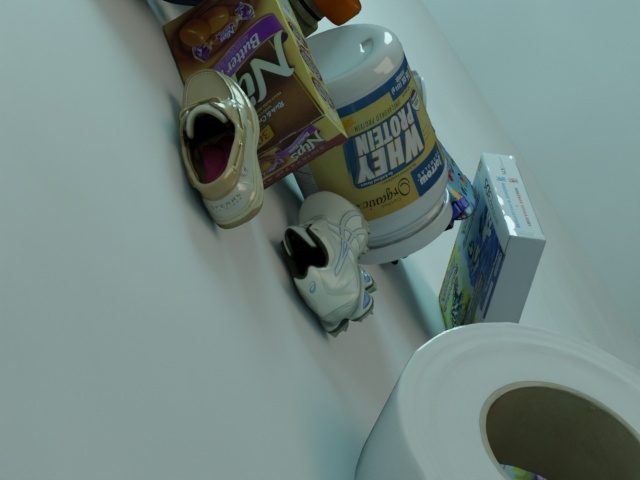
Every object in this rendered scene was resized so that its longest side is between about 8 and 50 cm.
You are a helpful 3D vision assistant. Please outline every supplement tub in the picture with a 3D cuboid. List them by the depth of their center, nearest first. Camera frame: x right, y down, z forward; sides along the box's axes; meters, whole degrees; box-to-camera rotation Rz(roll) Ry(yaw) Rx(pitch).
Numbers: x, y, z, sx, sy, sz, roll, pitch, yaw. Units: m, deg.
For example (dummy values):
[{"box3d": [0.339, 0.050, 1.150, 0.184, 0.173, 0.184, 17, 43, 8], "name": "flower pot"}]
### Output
[{"box3d": [0.039, -0.092, 1.613, 0.144, 0.144, 0.200, -97, 165, -60], "name": "supplement tub"}]

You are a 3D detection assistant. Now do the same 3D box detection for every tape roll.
[{"box3d": [0.174, 0.193, 1.284, 0.286, 0.100, 0.286, 15, 36, -11], "name": "tape roll"}]

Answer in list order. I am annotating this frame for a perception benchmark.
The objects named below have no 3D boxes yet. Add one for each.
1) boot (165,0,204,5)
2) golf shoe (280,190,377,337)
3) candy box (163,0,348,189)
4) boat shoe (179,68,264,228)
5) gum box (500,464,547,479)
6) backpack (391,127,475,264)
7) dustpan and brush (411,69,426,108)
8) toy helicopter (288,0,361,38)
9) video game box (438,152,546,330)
[{"box3d": [-0.157, -0.252, 1.472, 0.190, 0.086, 0.069, 12, 55, -35], "name": "boot"}, {"box3d": [0.000, 0.000, 1.488, 0.086, 0.069, 0.176, 43, 19, -34], "name": "golf shoe"}, {"box3d": [-0.059, -0.141, 1.474, 0.053, 0.109, 0.187, 40, 22, -56], "name": "candy box"}, {"box3d": [-0.085, -0.088, 1.360, 0.059, 0.063, 0.170, 54, 13, -46], "name": "boat shoe"}, {"box3d": [0.149, 0.227, 1.440, 0.062, 0.107, 0.188, 54, 14, -23], "name": "gum box"}, {"box3d": [0.079, -0.081, 1.850, 0.173, 0.117, 0.158, 55, 12, -6], "name": "backpack"}, {"box3d": [0.043, -0.076, 1.746, 0.060, 0.147, 0.211, 65, 20, -81], "name": "dustpan and brush"}, {"box3d": [-0.118, -0.336, 1.646, 0.355, 0.140, 0.235, 45, 18, -35], "name": "toy helicopter"}, {"box3d": [0.189, 0.034, 1.876, 0.048, 0.205, 0.187, 9, 30, -9], "name": "video game box"}]
